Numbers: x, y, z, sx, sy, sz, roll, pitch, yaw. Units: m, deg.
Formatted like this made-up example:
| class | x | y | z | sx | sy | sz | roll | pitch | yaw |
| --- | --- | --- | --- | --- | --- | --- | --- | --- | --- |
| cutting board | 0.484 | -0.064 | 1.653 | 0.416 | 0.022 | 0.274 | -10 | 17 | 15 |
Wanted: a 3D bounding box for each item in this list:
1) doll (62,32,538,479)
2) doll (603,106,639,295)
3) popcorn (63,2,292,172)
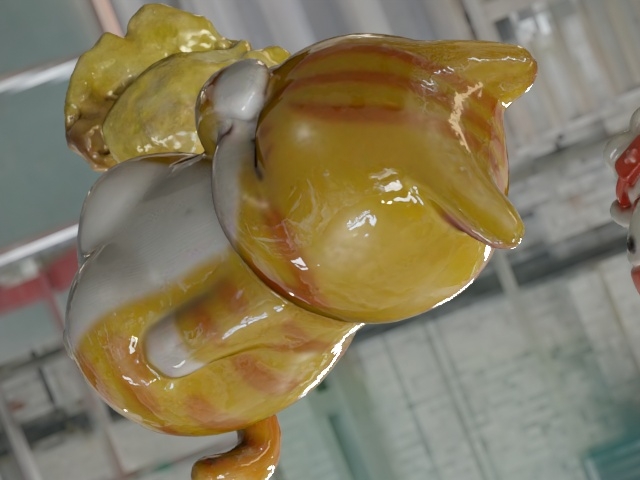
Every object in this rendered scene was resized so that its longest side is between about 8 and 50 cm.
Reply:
| class | x | y | z | sx | sy | sz | roll | pitch | yaw |
| --- | --- | --- | --- | --- | --- | --- | --- | --- | --- |
| doll | -0.020 | -0.001 | 1.023 | 0.162 | 0.167 | 0.269 | 23 | 137 | -27 |
| doll | 0.334 | 0.001 | 1.686 | 0.129 | 0.290 | 0.161 | 20 | 122 | -38 |
| popcorn | -0.097 | -0.084 | 1.698 | 0.253 | 0.191 | 0.190 | 13 | -160 | -13 |
